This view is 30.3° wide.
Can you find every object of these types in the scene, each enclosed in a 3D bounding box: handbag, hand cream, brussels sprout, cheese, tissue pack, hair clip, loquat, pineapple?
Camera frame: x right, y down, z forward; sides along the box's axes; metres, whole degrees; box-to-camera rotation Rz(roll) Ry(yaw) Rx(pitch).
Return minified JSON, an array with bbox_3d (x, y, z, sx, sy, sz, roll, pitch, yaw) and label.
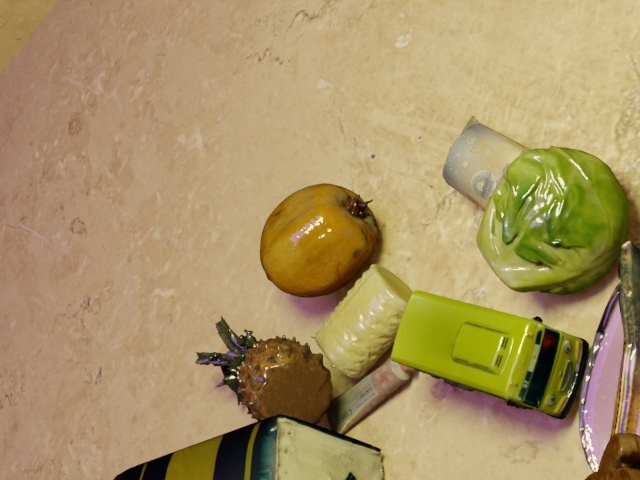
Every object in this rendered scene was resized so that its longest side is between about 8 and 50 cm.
[{"bbox_3d":[0.269,-0.109,1.847,0.173,0.095,0.117,39,97,40],"label":"handbag"},{"bbox_3d":[0.077,0.249,1.933,0.210,0.043,0.067,-43,51,34],"label":"hand cream"},{"bbox_3d":[0.336,-0.026,1.688,0.223,0.161,0.223,5,100,32],"label":"brussels sprout"},{"bbox_3d":[0.077,0.134,1.943,0.167,0.094,0.123,-52,34,12],"label":"cheese"},{"bbox_3d":[-0.119,0.454,1.884,0.416,0.264,0.253,-26,51,36],"label":"tissue pack"},{"bbox_3d":[0.411,0.167,1.594,0.110,0.095,0.358,7,86,14],"label":"hair clip"},{"bbox_3d":[0.000,0.000,2.020,0.234,0.176,0.187,-37,49,18],"label":"loquat"},{"bbox_3d":[-0.099,0.228,2.034,0.364,0.165,0.165,11,81,69],"label":"pineapple"}]

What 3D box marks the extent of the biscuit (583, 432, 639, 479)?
[{"bbox_3d":[0.349,0.387,1.407,0.367,0.063,0.314,99,-175,-77],"label":"biscuit"}]

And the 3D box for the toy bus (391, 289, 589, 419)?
[{"bbox_3d":[0.238,0.161,1.708,0.262,0.150,0.128,13,82,51],"label":"toy bus"}]
